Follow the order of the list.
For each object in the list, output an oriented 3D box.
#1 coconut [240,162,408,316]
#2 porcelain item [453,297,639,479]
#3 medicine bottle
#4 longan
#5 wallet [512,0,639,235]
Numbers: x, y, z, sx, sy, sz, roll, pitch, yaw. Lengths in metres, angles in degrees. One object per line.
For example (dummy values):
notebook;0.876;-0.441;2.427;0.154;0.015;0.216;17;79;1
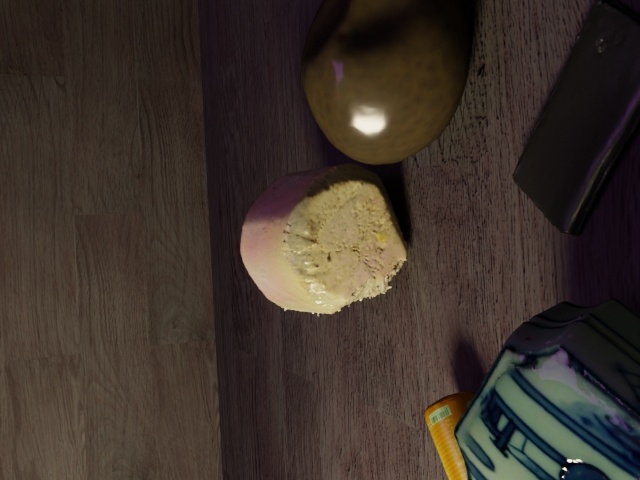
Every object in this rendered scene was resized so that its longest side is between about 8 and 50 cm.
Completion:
coconut;0.000;0.000;1.388;0.309;0.297;0.298;0;93;63
porcelain item;0.307;0.232;0.774;0.281;0.157;0.286;44;135;28
medicine bottle;0.241;0.346;1.110;0.096;0.096;0.192;115;144;-47
longan;0.111;-0.298;1.133;0.288;0.288;0.351;-175;93;-66
wallet;0.342;-0.153;0.902;0.146;0.030;0.286;58;143;42
